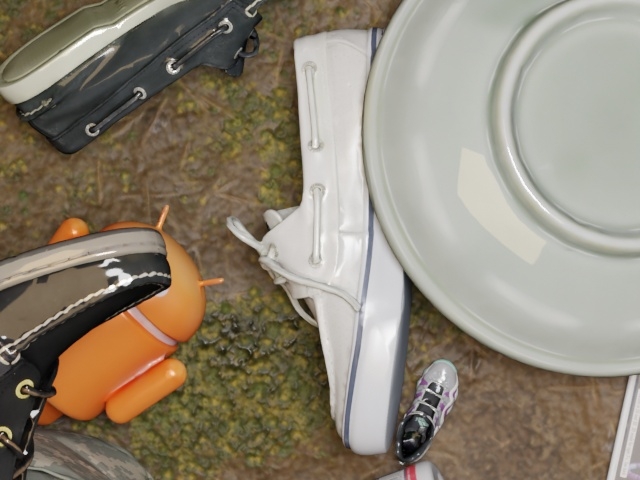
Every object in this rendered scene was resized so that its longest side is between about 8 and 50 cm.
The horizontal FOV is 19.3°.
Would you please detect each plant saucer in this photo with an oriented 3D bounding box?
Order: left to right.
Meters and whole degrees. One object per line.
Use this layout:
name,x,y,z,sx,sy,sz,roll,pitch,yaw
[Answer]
plant saucer,0.237,-0.090,1.541,0.400,0.100,0.400,1,83,-9

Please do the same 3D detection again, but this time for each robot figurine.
robot figurine,-0.193,0.069,1.648,0.219,0.158,0.128,-39,121,8

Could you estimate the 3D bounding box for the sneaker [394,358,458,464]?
sneaker,0.092,0.152,1.640,0.038,0.069,0.098,21,95,6

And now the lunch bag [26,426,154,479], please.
lunch bag,-0.296,0.235,1.613,0.287,0.235,0.169,1,86,8

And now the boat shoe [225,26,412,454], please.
boat shoe,-0.001,-0.002,1.616,0.156,0.136,0.367,1,89,8

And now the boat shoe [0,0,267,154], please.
boat shoe,-0.113,-0.182,1.641,0.340,0.127,0.113,-32,117,0

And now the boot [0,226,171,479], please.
boot,-0.239,0.180,1.423,0.377,0.138,0.284,-27,77,5

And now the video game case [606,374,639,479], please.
video game case,0.339,0.194,1.628,0.173,0.022,0.190,12,93,9

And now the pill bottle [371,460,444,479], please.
pill bottle,0.030,0.269,1.634,0.180,0.108,0.108,-21,89,9
